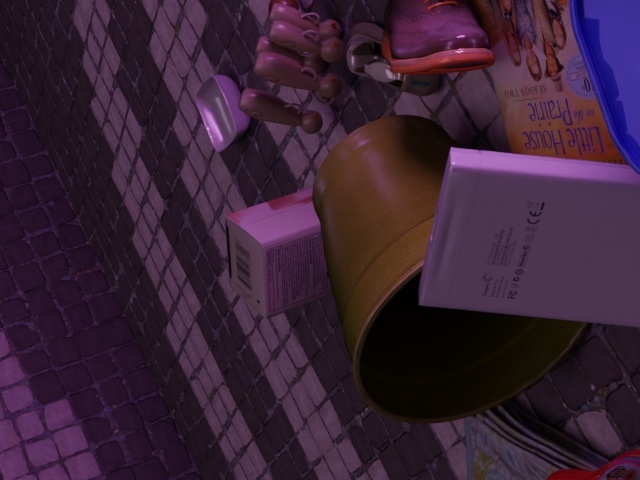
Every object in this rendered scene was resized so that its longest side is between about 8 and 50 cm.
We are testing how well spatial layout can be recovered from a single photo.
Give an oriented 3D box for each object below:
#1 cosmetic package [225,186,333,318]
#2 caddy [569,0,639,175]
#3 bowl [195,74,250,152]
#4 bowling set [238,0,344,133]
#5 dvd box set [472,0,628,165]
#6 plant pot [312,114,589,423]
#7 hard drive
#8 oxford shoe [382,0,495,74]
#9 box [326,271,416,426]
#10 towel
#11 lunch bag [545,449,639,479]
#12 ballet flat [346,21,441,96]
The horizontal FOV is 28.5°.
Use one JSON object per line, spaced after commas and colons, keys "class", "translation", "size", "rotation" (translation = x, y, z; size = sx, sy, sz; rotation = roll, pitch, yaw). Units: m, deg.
{"class": "cosmetic package", "translation": [0.000, 0.000, 2.111], "size": [0.129, 0.296, 0.153], "rotation": [38, 137, 48]}
{"class": "caddy", "translation": [0.416, -0.211, 1.321], "size": [0.241, 0.179, 0.341], "rotation": [-19, 90, 40]}
{"class": "bowl", "translation": [-0.194, -0.264, 2.573], "size": [0.142, 0.053, 0.142], "rotation": [67, 154, 6]}
{"class": "bowling set", "translation": [-0.025, -0.333, 2.149], "size": [0.287, 0.154, 0.200], "rotation": [127, 159, -62]}
{"class": "dvd box set", "translation": [0.291, -0.276, 1.587], "size": [0.307, 0.062, 0.420], "rotation": [-170, 63, -71]}
{"class": "plant pot", "translation": [0.154, 0.009, 1.817], "size": [0.353, 0.366, 0.366], "rotation": [-119, 26, -43]}
{"class": "hard drive", "translation": [0.309, 0.004, 1.502], "size": [0.047, 0.353, 0.233], "rotation": [-87, 3, -47]}
{"class": "oxford shoe", "translation": [0.149, -0.303, 1.724], "size": [0.364, 0.130, 0.133], "rotation": [-126, 32, -71]}
{"class": "box", "translation": [0.157, 0.129, 2.021], "size": [0.290, 0.169, 0.087], "rotation": [61, 155, 12]}
{"class": "towel", "translation": [0.352, 0.455, 1.982], "size": [0.320, 0.090, 0.374], "rotation": [30, 133, 54]}
{"class": "lunch bag", "translation": [0.397, 0.427, 1.733], "size": [0.258, 0.120, 0.293], "rotation": [48, 132, 8]}
{"class": "ballet flat", "translation": [0.091, -0.286, 1.986], "size": [0.248, 0.086, 0.086], "rotation": [33, 136, 51]}
